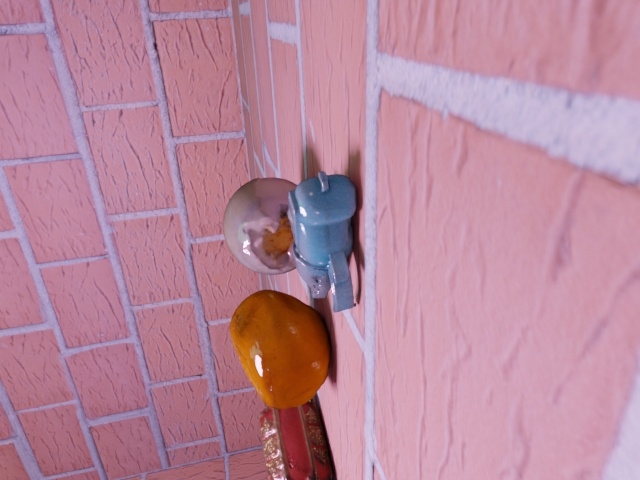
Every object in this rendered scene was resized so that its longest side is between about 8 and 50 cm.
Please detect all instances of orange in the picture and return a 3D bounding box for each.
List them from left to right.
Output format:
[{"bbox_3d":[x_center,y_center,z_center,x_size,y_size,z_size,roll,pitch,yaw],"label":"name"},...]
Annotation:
[{"bbox_3d":[-0.075,0.211,0.986,0.249,0.183,0.249,50,154,35],"label":"orange"}]

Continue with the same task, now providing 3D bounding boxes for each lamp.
[{"bbox_3d":[-0.063,0.525,1.194,0.177,0.176,0.274,94,166,-46],"label":"lamp"}]

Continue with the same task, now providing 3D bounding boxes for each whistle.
[{"bbox_3d":[0.000,0.000,0.699,0.274,0.093,0.186,92,165,-54],"label":"whistle"}]

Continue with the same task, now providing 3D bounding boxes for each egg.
[{"bbox_3d":[-0.097,-0.033,0.908,0.217,0.182,0.183,-136,39,-62],"label":"egg"}]
